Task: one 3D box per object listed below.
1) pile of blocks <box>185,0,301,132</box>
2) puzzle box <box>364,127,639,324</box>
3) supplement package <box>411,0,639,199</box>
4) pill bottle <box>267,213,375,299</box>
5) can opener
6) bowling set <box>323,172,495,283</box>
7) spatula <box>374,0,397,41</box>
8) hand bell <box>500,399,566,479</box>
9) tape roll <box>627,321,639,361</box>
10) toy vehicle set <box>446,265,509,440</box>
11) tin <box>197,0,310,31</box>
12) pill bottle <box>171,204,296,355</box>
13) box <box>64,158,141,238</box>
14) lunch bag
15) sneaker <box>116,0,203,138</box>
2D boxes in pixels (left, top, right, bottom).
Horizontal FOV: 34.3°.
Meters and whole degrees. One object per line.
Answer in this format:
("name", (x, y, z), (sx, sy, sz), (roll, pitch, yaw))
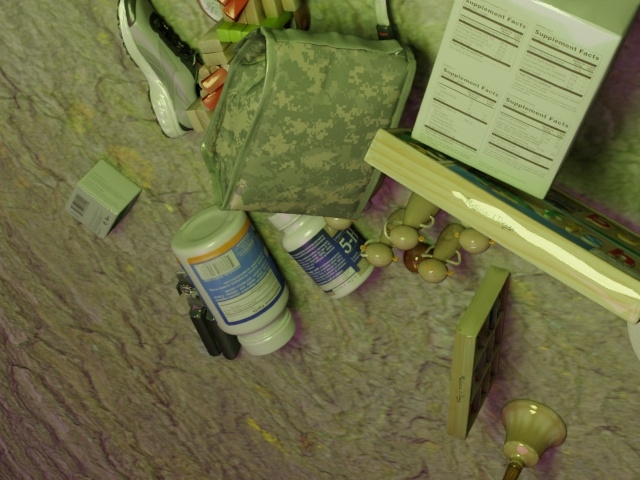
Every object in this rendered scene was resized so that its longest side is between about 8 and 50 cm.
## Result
("pile of blocks", (-0.120, -0.263, 1.565), (0.149, 0.113, 0.362), (26, 139, 10))
("puzzle box", (0.286, -0.035, 1.391), (0.409, 0.272, 0.052), (33, 110, 22))
("supplement package", (0.267, -0.238, 1.313), (0.198, 0.199, 0.263), (27, 138, 11))
("pill bottle", (0.000, 0.000, 1.788), (0.187, 0.112, 0.112), (47, 138, -15))
("can opener", (-0.218, 0.131, 2.103), (0.076, 0.095, 0.283), (9, 145, 19))
("bowling set", (0.156, 0.010, 1.659), (0.287, 0.154, 0.200), (13, 134, 24))
("spatula", (0.089, -0.331, 1.474), (0.084, 0.030, 0.297), (12, 135, 31))
("hand bell", (0.344, 0.413, 1.849), (0.126, 0.242, 0.126), (18, 136, 18))
("tape roll", (0.637, 0.147, 1.494), (0.392, 0.072, 0.392), (26, 144, 21))
("toy vehicle set", (0.265, 0.192, 1.750), (0.035, 0.166, 0.267), (18, 137, 21))
("tin", (-0.106, -0.358, 1.578), (0.189, 0.040, 0.106), (27, 143, 10))
("pill bottle", (-0.151, 0.078, 1.934), (0.152, 0.152, 0.272), (-4, 126, 37))
("box", (-0.423, -0.080, 2.015), (0.102, 0.087, 0.101), (37, 139, -4))
("lunch bag", (-0.018, -0.183, 1.488), (0.235, 0.169, 0.287), (3, 134, -26))
("sneaker", (-0.249, -0.303, 1.696), (0.108, 0.100, 0.272), (-15, 118, 14))
